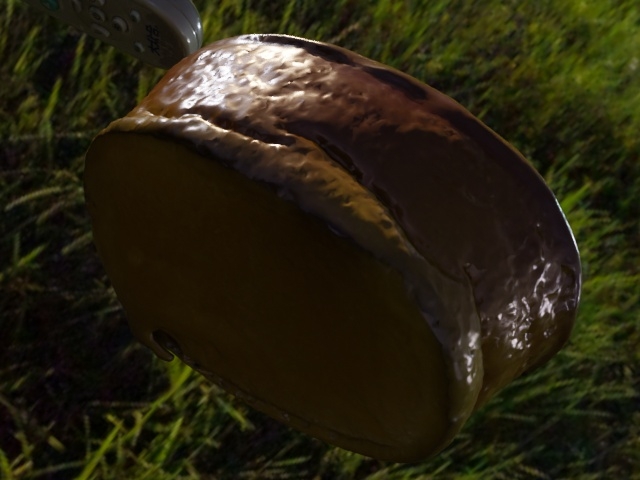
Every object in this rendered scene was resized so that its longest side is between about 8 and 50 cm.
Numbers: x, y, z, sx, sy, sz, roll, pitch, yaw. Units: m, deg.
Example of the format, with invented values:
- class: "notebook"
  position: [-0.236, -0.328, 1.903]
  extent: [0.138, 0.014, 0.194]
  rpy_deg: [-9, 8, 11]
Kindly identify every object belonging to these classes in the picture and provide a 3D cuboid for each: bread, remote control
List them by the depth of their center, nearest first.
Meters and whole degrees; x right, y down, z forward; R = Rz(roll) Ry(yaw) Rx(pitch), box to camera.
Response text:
- class: "bread"
  position: [0.000, 0.000, 0.504]
  extent: [0.269, 0.195, 0.142]
  rpy_deg: [25, 45, 28]
- class: "remote control"
  position: [-0.185, -0.194, 0.690]
  extent: [0.221, 0.078, 0.042]
  rpy_deg: [28, 67, 6]
